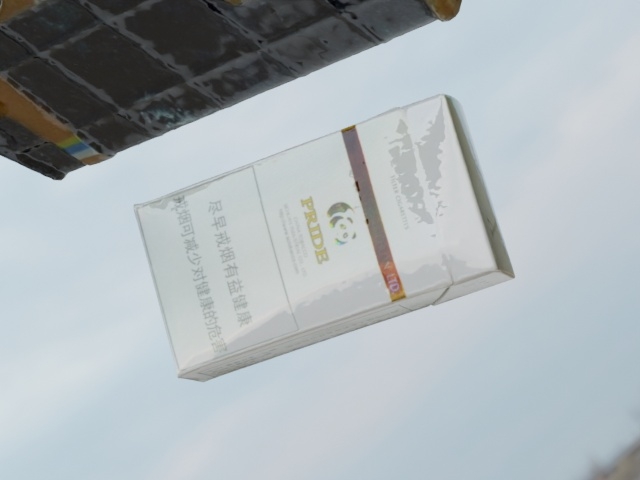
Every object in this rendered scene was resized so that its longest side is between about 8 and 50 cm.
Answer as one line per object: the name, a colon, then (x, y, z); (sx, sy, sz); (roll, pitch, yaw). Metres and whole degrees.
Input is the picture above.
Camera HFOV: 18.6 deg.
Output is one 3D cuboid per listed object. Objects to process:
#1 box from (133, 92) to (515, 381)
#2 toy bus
box: (0.000, 0.000, 0.867); (0.154, 0.084, 0.040); (-19, -15, 14)
toy bus: (-0.085, -0.162, 0.956); (0.323, 0.194, 0.162); (-19, 48, 42)
